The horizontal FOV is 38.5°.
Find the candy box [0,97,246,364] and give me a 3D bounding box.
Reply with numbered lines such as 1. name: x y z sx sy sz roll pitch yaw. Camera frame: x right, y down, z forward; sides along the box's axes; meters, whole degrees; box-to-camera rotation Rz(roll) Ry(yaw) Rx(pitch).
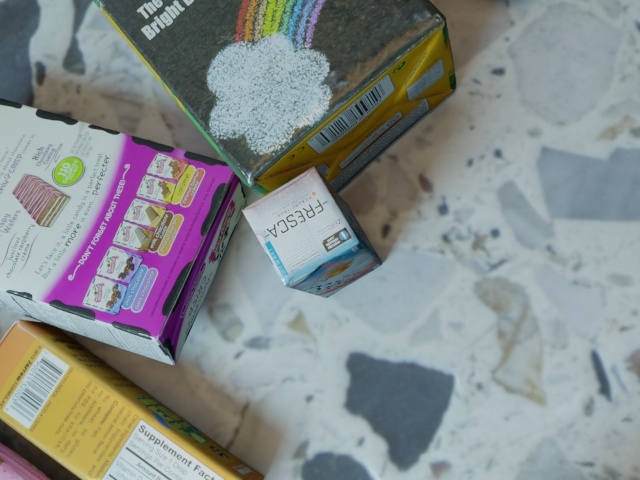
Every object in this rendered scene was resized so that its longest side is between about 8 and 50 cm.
1. candy box: -0.198 -0.012 0.749 0.233 0.071 0.159 17 66 11

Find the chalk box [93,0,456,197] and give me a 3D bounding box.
1. chalk box: -0.055 -0.188 0.715 0.180 0.179 0.289 -40 77 4

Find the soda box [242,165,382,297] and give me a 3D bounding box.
1. soda box: 0.000 0.000 0.677 0.058 0.183 0.063 -31 80 5

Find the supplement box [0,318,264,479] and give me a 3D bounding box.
1. supplement box: -0.163 0.158 0.741 0.233 0.078 0.080 35 87 11

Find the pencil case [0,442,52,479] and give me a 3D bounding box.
1. pencil case: -0.238 0.256 0.703 0.386 0.160 0.167 33 50 12
